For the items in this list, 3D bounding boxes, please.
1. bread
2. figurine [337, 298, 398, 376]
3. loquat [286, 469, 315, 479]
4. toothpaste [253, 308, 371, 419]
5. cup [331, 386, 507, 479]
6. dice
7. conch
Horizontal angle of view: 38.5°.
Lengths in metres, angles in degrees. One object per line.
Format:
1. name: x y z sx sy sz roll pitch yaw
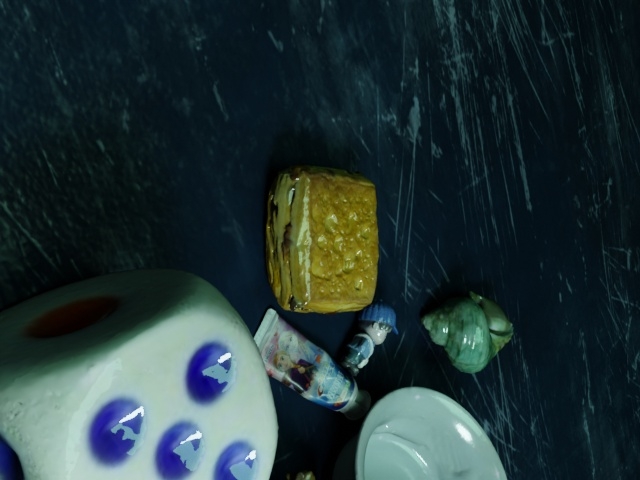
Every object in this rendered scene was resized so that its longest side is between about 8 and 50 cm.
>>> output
1. bread: 0.000 0.000 1.457 0.210 0.099 0.235 2 87 -50
2. figurine: 0.076 0.165 1.587 0.136 0.077 0.079 -42 90 -19
3. loquat: -0.033 0.454 1.385 0.213 0.213 0.246 -11 111 -47
4. toothpaste: -0.016 0.215 1.499 0.266 0.061 0.096 40 66 -36
5. cup: 0.151 0.442 1.573 0.347 0.163 0.347 22 50 -29
6. dice: -0.250 0.222 1.075 0.304 0.277 0.304 -31 115 -44
7. conch: 0.285 0.171 1.769 0.188 0.122 0.175 34 49 -46
